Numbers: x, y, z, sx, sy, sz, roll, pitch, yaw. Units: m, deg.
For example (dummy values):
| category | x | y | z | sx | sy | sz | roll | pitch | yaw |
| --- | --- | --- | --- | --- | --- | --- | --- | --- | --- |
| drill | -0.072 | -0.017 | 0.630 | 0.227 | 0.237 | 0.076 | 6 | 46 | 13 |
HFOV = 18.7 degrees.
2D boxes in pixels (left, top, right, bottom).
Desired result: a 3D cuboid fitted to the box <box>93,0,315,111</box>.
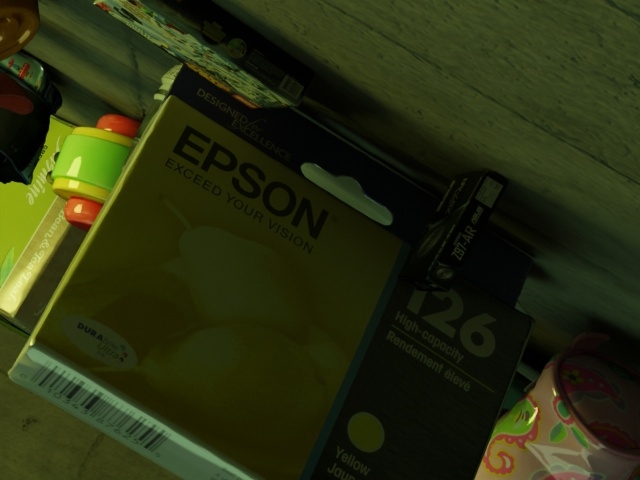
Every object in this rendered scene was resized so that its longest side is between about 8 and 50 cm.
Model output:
| category | x | y | z | sx | sy | sz | roll | pitch | yaw |
| --- | --- | --- | --- | --- | --- | --- | --- | --- | --- |
| box | -0.078 | -0.134 | 1.289 | 0.137 | 0.027 | 0.094 | 33 | 170 | -18 |

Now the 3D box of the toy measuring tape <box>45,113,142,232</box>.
| category | x | y | z | sx | sy | sz | roll | pitch | yaw |
| --- | --- | --- | --- | --- | --- | --- | --- | --- | --- |
| toy measuring tape | -0.151 | -0.053 | 1.772 | 0.330 | 0.121 | 0.121 | 9 | 158 | 47 |

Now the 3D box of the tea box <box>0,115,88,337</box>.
| category | x | y | z | sx | sy | sz | roll | pitch | yaw |
| --- | --- | --- | --- | --- | --- | --- | --- | --- | --- |
| tea box | -0.308 | 0.002 | 2.224 | 0.323 | 0.220 | 0.329 | 26 | 171 | 35 |

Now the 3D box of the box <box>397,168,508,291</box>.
| category | x | y | z | sx | sy | sz | roll | pitch | yaw |
| --- | --- | --- | --- | --- | --- | --- | --- | --- | --- |
| box | 0.087 | -0.006 | 1.279 | 0.018 | 0.083 | 0.067 | 31 | 173 | -12 |

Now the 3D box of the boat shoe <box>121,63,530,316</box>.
| category | x | y | z | sx | sy | sz | roll | pitch | yaw |
| --- | --- | --- | --- | --- | --- | --- | --- | --- | --- |
| boat shoe | 0.000 | 0.000 | 1.465 | 0.335 | 0.119 | 0.121 | 34 | 177 | -7 |

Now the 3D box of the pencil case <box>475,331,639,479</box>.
| category | x | y | z | sx | sy | sz | roll | pitch | yaw |
| --- | --- | --- | --- | --- | --- | --- | --- | --- | --- |
| pencil case | 0.168 | 0.199 | 1.597 | 0.124 | 0.124 | 0.284 | 32 | 128 | -8 |

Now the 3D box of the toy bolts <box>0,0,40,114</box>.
| category | x | y | z | sx | sy | sz | roll | pitch | yaw |
| --- | --- | --- | --- | --- | --- | --- | --- | --- | --- |
| toy bolts | -0.323 | -0.186 | 1.574 | 0.158 | 0.218 | 0.228 | 65 | -167 | 18 |

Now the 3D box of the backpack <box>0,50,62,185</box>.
| category | x | y | z | sx | sy | sz | roll | pitch | yaw |
| --- | --- | --- | --- | --- | --- | --- | --- | --- | --- |
| backpack | -0.330 | -0.127 | 1.887 | 0.158 | 0.117 | 0.173 | 29 | 171 | 9 |

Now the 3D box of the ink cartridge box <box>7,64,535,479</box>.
| category | x | y | z | sx | sy | sz | roll | pitch | yaw |
| --- | --- | --- | --- | --- | --- | --- | --- | --- | --- |
| ink cartridge box | -0.009 | 0.040 | 1.303 | 0.303 | 0.307 | 0.072 | 31 | 147 | -9 |

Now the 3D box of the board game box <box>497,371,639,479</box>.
| category | x | y | z | sx | sy | sz | roll | pitch | yaw |
| --- | --- | --- | --- | --- | --- | --- | --- | --- | --- |
| board game box | 0.190 | 0.179 | 1.807 | 0.336 | 0.079 | 0.254 | 36 | -177 | -10 |
